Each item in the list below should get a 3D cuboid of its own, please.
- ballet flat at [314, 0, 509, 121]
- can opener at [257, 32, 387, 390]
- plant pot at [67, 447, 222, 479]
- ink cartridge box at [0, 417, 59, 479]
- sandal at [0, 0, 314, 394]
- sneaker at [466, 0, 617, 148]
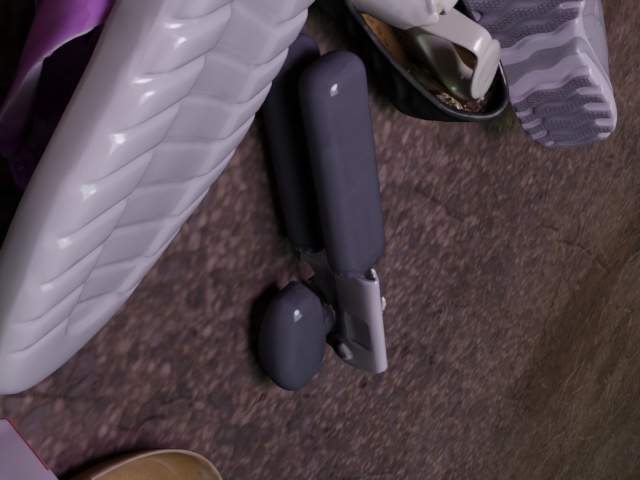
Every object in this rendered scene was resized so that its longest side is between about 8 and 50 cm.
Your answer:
[{"bbox_3d":[0.058,-0.154,0.602,0.095,0.096,0.280,-59,148,-4],"label":"ballet flat"},{"bbox_3d":[0.000,0.000,0.654,0.093,0.074,0.280,-39,141,-33],"label":"can opener"},{"bbox_3d":[-0.155,0.235,0.645,0.236,0.032,0.236,-35,139,-38],"label":"plant pot"},{"bbox_3d":[-0.175,0.201,0.476,0.067,0.115,0.198,3,104,-37],"label":"ink cartridge box"},{"bbox_3d":[-0.074,-0.110,0.439,0.416,0.102,0.169,-59,171,25],"label":"sandal"},{"bbox_3d":[0.156,-0.190,0.751,0.281,0.105,0.115,56,32,-51],"label":"sneaker"}]
